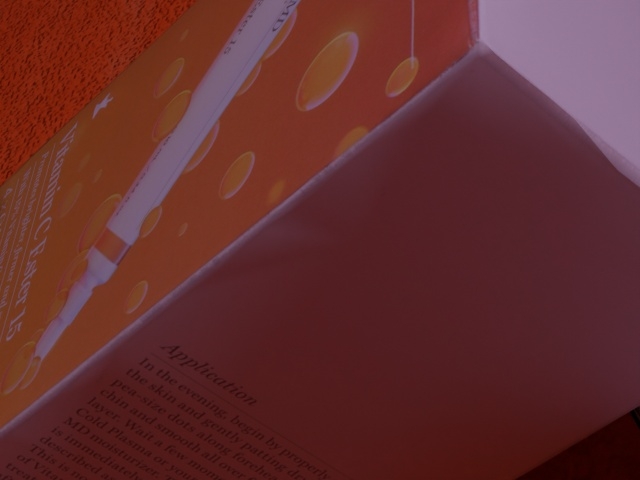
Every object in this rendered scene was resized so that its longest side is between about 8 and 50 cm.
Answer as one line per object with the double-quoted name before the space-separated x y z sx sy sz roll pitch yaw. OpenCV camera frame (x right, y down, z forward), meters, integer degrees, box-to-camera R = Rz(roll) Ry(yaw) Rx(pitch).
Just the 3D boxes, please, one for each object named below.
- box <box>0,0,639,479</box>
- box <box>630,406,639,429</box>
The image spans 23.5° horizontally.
"box" 0.000 0.000 0.664 0.345 0.168 0.215 -38 30 32
"box" 0.233 0.098 0.534 0.169 0.087 0.290 -32 37 4
